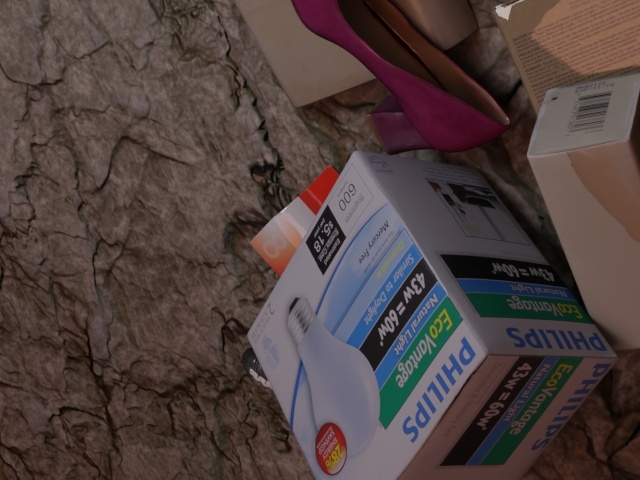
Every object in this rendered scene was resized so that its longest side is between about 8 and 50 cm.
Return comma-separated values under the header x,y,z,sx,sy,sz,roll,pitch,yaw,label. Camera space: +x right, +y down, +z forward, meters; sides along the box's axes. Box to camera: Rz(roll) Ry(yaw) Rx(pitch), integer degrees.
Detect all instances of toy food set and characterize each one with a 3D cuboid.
x,y,z,sx,sy,sz,roll,pitch,yaw,label
0.030,-0.325,1.603,0.306,0.092,0.219,-17,111,34,toy food set

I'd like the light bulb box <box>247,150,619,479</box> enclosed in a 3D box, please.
x,y,z,sx,sy,sz,roll,pitch,yaw,label
0.125,0.139,1.542,0.358,0.225,0.361,-60,42,31,light bulb box

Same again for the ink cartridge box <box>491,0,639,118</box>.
x,y,z,sx,sy,sz,roll,pitch,yaw,label
0.356,-0.241,1.441,0.235,0.088,0.193,-19,97,34,ink cartridge box

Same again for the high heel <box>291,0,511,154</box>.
x,y,z,sx,sy,sz,roll,pitch,yaw,label
0.094,-0.270,1.467,0.181,0.127,0.377,-7,130,38,high heel

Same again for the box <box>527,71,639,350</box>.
x,y,z,sx,sy,sz,roll,pitch,yaw,label
0.360,-0.027,1.425,0.121,0.148,0.311,-9,127,29,box

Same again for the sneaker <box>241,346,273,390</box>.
x,y,z,sx,sy,sz,roll,pitch,yaw,label
-0.007,0.193,1.815,0.234,0.078,0.106,21,114,17,sneaker

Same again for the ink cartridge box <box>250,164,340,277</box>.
x,y,z,sx,sy,sz,roll,pitch,yaw,label
0.000,0.000,1.757,0.145,0.045,0.179,48,126,5,ink cartridge box
